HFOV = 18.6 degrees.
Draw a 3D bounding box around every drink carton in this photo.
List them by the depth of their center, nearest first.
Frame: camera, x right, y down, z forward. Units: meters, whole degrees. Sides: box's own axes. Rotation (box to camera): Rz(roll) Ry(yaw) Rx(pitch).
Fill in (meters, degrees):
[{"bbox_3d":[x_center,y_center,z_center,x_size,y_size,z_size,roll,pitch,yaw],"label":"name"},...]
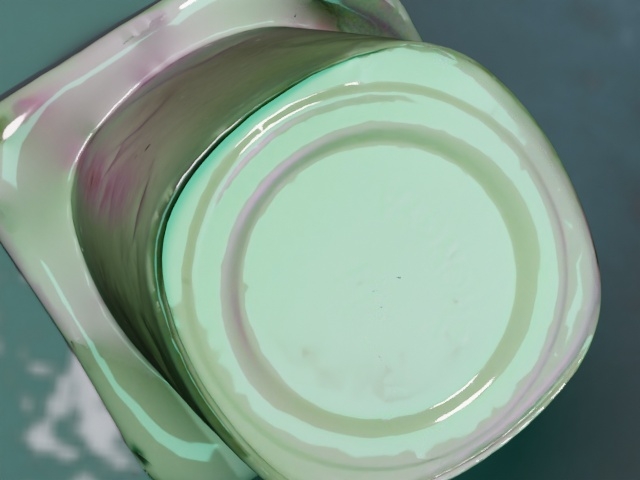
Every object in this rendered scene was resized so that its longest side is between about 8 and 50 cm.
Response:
[{"bbox_3d":[0.000,0.000,0.537,0.144,0.142,0.146,-33,104,-10],"label":"drink carton"}]
